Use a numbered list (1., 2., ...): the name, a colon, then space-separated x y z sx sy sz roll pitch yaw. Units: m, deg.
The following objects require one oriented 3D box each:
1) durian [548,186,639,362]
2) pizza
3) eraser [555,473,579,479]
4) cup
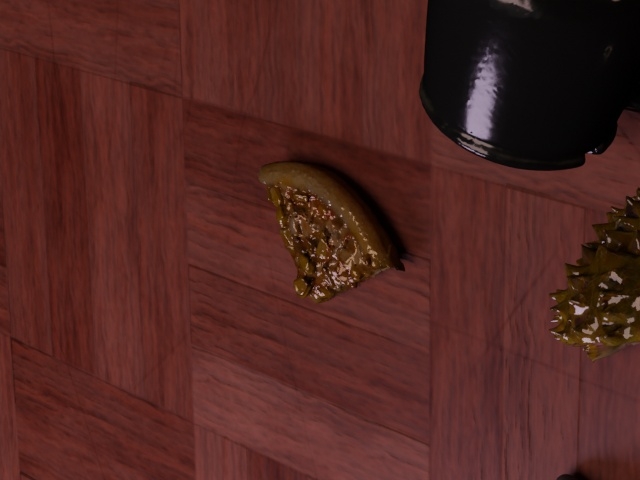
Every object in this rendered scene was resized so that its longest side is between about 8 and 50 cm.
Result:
1. durian: 0.250 0.035 1.342 0.132 0.165 0.182 45 178 -27
2. pizza: 0.000 0.000 1.660 0.178 0.041 0.131 49 136 28
3. eraser: 0.275 0.317 1.426 0.352 0.061 0.089 44 132 31
4. cup: 0.177 -0.141 1.325 0.223 0.169 0.176 21 128 9
